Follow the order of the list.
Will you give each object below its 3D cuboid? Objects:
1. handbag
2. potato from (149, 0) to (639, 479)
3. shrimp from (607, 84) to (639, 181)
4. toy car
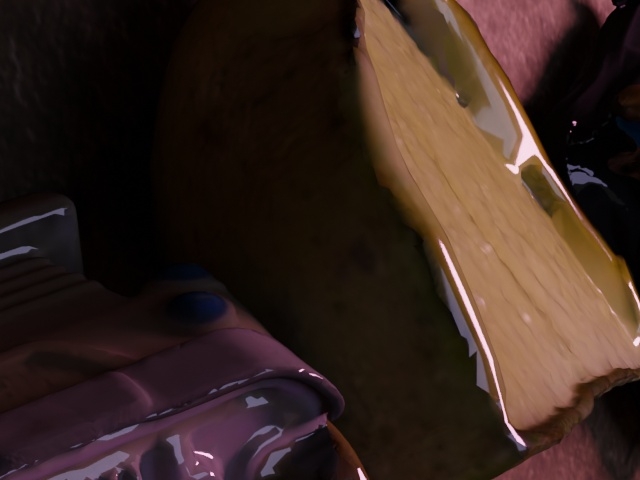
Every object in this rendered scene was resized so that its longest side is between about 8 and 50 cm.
[{"bbox_3d":[0.241,-0.007,1.173,0.191,0.075,0.332,-53,128,-35],"label":"handbag"},{"bbox_3d":[0.000,0.000,0.822,0.280,0.213,0.330,65,19,5],"label":"potato"},{"bbox_3d":[0.293,-0.010,1.119,0.446,0.110,0.221,25,78,-56],"label":"shrimp"},{"bbox_3d":[-0.120,0.178,0.679,0.242,0.226,0.336,-21,124,-29],"label":"toy car"}]
